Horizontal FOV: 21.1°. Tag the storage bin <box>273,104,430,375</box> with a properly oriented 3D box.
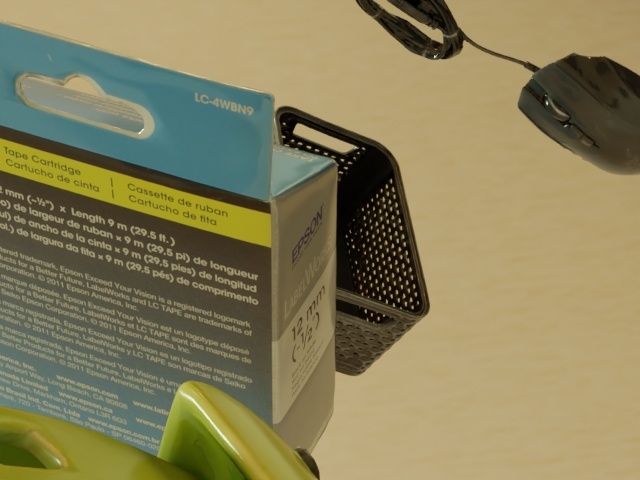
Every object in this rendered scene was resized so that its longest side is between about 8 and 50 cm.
[{"bbox_3d":[0.000,0.000,1.308,0.084,0.122,0.180,-45,39,35],"label":"storage bin"}]

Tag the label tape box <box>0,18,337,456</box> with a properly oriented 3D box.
[{"bbox_3d":[-0.119,-0.007,1.112,0.115,0.249,0.347,-55,-25,-46],"label":"label tape box"}]

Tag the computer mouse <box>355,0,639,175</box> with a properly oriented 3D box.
[{"bbox_3d":[0.127,-0.107,1.114,0.071,0.242,0.041,-57,9,53],"label":"computer mouse"}]

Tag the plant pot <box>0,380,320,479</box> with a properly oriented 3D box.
[{"bbox_3d":[-0.073,0.180,0.493,0.227,0.207,0.228,46,131,42],"label":"plant pot"}]
